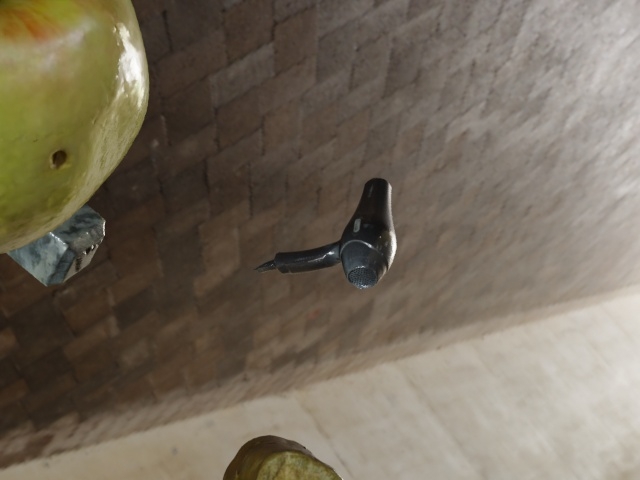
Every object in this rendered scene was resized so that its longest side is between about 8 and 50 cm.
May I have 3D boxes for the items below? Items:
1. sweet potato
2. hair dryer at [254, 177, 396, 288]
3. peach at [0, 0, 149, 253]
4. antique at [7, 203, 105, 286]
[{"bbox_3d":[-0.054,0.329,1.177,0.157,0.158,0.369,-33,-177,-13],"label":"sweet potato"},{"bbox_3d":[0.000,0.000,1.556,0.271,0.236,0.091,-13,128,21],"label":"hair dryer"},{"bbox_3d":[-0.295,-0.136,0.733,0.316,0.314,0.282,125,-17,-68],"label":"peach"},{"bbox_3d":[-0.379,-0.030,1.227,0.086,0.183,0.088,-53,175,36],"label":"antique"}]
